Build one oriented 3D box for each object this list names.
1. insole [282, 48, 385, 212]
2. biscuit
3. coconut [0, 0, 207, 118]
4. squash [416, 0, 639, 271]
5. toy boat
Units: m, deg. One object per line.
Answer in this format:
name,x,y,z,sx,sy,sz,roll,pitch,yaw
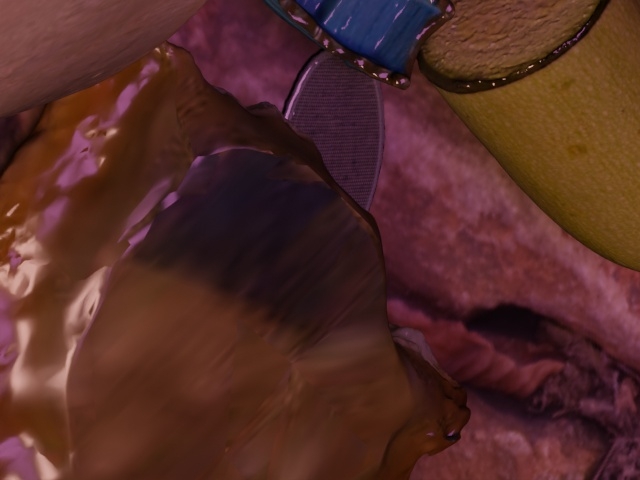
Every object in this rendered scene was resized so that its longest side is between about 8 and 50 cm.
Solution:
insole,0.000,0.000,1.025,0.080,0.003,0.232,-4,105,-33
biscuit,-0.045,0.058,0.966,0.335,0.078,0.329,7,104,-32
coconut,-0.173,-0.170,0.669,0.323,0.323,0.323,-10,108,-31
squash,0.175,-0.064,1.048,0.132,0.132,0.247,-51,125,-11
toy boat,-0.001,-0.156,0.932,0.185,0.077,0.075,42,77,-33
